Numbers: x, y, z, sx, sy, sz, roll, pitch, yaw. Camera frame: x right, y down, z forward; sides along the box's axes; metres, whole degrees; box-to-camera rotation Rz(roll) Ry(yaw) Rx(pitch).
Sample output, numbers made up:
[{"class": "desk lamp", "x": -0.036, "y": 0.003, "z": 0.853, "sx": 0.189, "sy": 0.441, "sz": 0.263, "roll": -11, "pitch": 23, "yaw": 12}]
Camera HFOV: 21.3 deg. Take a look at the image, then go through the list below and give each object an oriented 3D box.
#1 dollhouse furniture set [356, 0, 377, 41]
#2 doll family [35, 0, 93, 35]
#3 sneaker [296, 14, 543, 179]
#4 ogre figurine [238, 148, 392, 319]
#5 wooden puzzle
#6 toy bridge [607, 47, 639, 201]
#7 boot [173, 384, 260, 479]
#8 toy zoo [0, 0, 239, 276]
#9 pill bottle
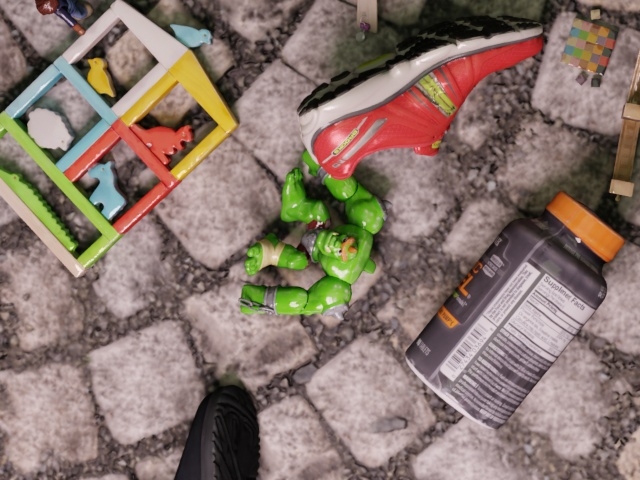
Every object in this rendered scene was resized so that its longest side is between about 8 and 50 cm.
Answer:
[{"class": "dollhouse furniture set", "x": 0.025, "y": -0.273, "z": 1.848, "sx": 0.114, "sy": 0.091, "sz": 0.081, "roll": 26, "pitch": 139, "yaw": 26}, {"class": "doll family", "x": -0.307, "y": -0.304, "z": 1.832, "sx": 0.193, "sy": 0.111, "sz": 0.076, "roll": 41, "pitch": 97, "yaw": 2}, {"class": "sneaker", "x": 0.112, "y": -0.151, "z": 1.801, "sx": 0.279, "sy": 0.107, "sz": 0.118, "roll": -25, "pitch": 110, "yaw": -2}, {"class": "ogre figurine", "x": 0.000, "y": 0.000, "z": 1.826, "sx": 0.118, "sy": 0.097, "sz": 0.197, "roll": 21, "pitch": 63, "yaw": 17}, {"class": "wooden puzzle", "x": 0.287, "y": -0.206, "z": 1.821, "sx": 0.049, "sy": 0.006, "sz": 0.083, "roll": 19, "pitch": 95, "yaw": 5}, {"class": "toy bridge", "x": 0.330, "y": -0.133, "z": 1.791, "sx": 0.026, "sy": 0.063, "sz": 0.188, "roll": 12, "pitch": 93, "yaw": 6}, {"class": "boot", "x": -0.177, "y": 0.285, "z": 1.852, "sx": 0.207, "sy": 0.094, "sz": 0.246, "roll": -12, "pitch": 61, "yaw": 27}, {"class": "toy zoo", "x": -0.226, "y": -0.127, "z": 1.873, "sx": 0.293, "sy": 0.030, "sz": 0.192, "roll": -43, "pitch": 88, "yaw": 8}, {"class": "pill bottle", "x": 0.211, "y": 0.067, "z": 1.784, "sx": 0.130, "sy": 0.130, "sz": 0.245, "roll": 39, "pitch": 96, "yaw": 3}]
